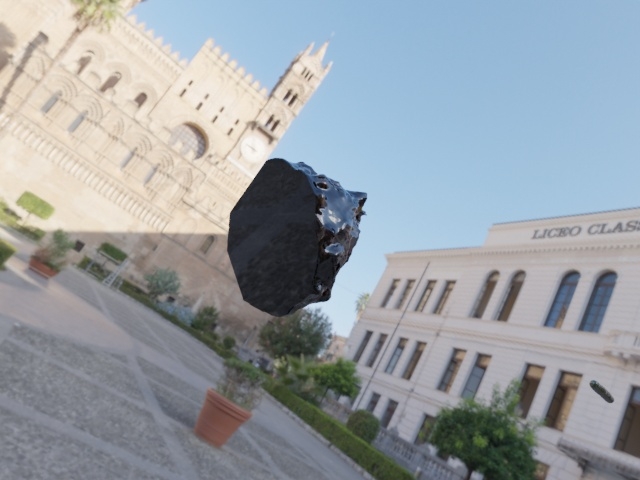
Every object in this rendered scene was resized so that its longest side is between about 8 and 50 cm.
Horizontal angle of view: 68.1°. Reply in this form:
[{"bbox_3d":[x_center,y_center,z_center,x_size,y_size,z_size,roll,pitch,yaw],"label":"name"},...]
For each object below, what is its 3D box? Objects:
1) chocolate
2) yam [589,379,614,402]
[{"bbox_3d":[0.000,0.000,0.701,0.177,0.206,0.224,-1,-34,-39],"label":"chocolate"},{"bbox_3d":[0.601,0.323,1.013,0.116,0.021,0.021,38,-18,-34],"label":"yam"}]
